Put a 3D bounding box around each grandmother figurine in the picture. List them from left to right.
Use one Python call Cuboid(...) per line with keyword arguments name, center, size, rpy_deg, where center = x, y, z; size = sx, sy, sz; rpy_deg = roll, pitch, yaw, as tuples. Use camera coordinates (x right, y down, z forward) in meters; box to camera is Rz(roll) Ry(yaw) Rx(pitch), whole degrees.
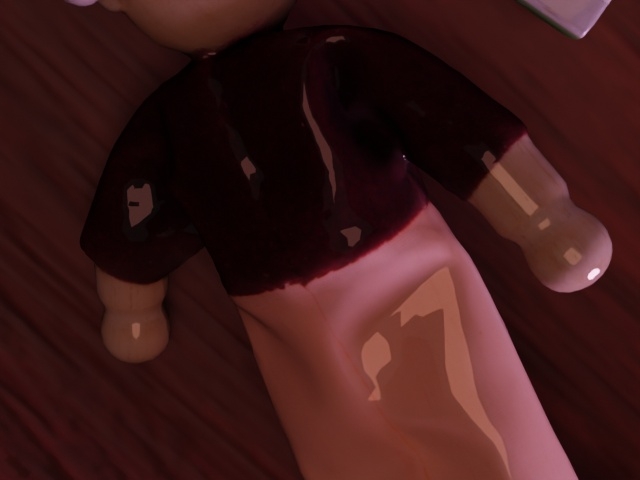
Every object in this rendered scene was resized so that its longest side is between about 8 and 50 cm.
Cuboid(name="grandmother figurine", center=(0.000, 0.000, 0.554), size=(0.208, 0.104, 0.342), rpy_deg=(-17, 106, 22))

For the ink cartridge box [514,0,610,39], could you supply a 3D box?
Cuboid(name="ink cartridge box", center=(0.100, -0.187, 0.525), size=(0.109, 0.062, 0.209), rpy_deg=(33, 101, -8))
